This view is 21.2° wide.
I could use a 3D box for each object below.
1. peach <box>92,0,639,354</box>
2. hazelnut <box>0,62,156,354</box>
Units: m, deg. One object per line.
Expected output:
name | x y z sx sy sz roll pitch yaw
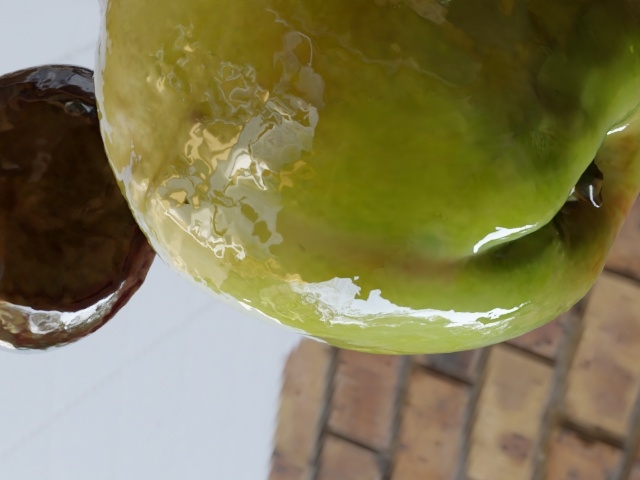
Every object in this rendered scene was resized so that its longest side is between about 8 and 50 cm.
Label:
peach | 0.036 -0.093 0.990 0.314 0.315 0.281 -17 140 -47
hazelnut | -0.229 -0.030 1.362 0.234 0.218 0.218 -64 159 -4
